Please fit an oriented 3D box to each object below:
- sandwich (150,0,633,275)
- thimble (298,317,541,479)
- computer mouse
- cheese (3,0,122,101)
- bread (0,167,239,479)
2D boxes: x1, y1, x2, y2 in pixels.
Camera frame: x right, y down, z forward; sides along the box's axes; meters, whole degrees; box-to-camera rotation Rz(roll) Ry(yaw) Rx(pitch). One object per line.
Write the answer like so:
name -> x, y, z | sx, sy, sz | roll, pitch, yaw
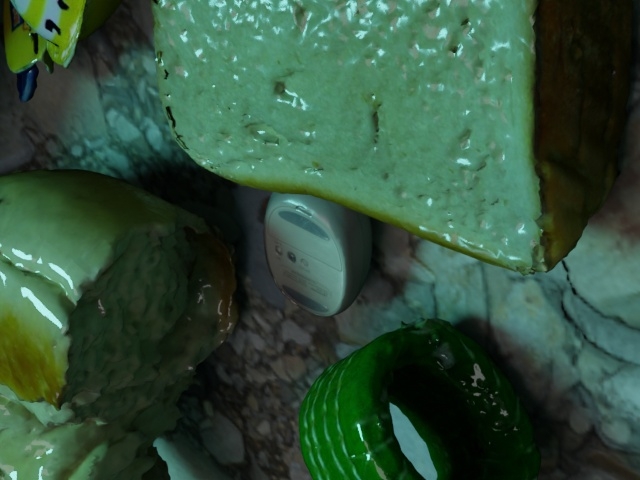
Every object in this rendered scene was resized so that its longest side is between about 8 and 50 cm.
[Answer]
sandwich -> 0.024, -0.109, 0.823 | 0.251, 0.087, 0.226 | 19, 132, 31
thimble -> 0.053, 0.113, 0.939 | 0.090, 0.118, 0.130 | -37, 66, 52
computer mouse -> 0.001, -0.002, 0.956 | 0.066, 0.039, 0.096 | 27, 141, 24
cheese -> -0.146, -0.155, 0.917 | 0.250, 0.064, 0.156 | 128, 139, -62
bread -> -0.166, 0.078, 1.057 | 0.192, 0.171, 0.314 | 25, 132, 28
